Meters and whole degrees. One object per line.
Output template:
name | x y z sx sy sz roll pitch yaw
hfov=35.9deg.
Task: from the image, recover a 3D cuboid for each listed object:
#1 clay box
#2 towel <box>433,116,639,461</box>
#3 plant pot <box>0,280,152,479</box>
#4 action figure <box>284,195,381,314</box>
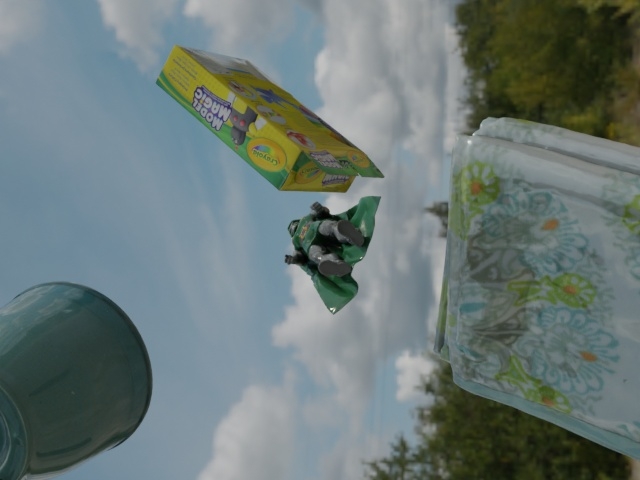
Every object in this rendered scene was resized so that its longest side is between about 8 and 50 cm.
clay box | -0.049 -0.114 1.005 0.127 0.222 0.053 -2 -50 -57
towel | 0.289 0.065 0.935 0.090 0.375 0.320 -50 -31 -42
plant pot | -0.412 0.219 1.363 0.255 0.272 0.271 -35 -54 -68
action figure | 0.000 0.000 1.167 0.137 0.064 0.232 -64 15 -1
